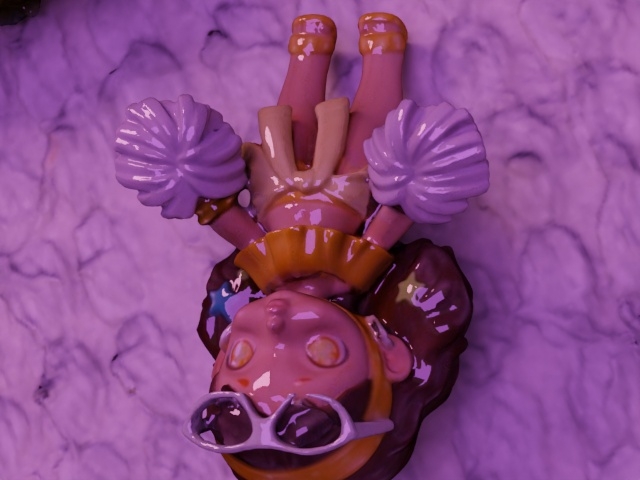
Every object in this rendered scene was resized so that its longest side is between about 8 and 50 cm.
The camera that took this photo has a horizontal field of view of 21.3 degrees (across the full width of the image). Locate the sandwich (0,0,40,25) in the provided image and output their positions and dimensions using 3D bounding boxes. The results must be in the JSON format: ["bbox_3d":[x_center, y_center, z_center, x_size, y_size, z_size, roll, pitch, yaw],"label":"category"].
[{"bbox_3d":[-0.190,-0.270,0.870,0.250,0.162,0.301,-17,80,13],"label":"sandwich"}]

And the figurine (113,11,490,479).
[{"bbox_3d":[0.000,0.002,0.786,0.174,0.116,0.240,-1,76,18],"label":"figurine"}]
